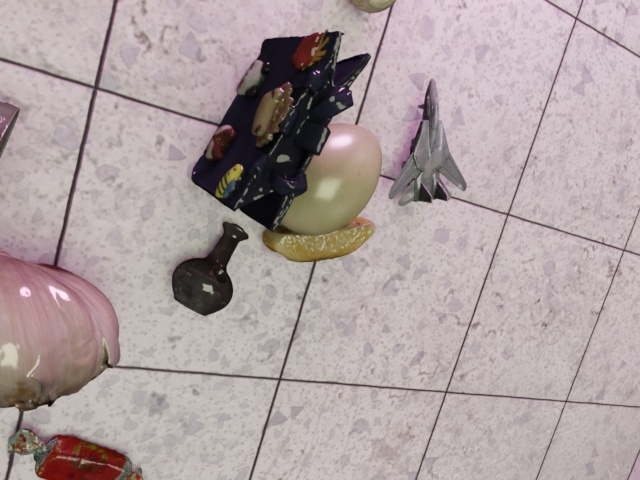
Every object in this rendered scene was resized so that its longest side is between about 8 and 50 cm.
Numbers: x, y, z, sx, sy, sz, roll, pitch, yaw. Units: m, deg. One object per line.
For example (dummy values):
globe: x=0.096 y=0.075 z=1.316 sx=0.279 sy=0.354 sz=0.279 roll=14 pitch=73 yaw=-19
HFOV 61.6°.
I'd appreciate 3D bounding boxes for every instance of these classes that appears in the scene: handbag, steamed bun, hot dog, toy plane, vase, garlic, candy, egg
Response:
handbag: x=-0.080 y=-0.188 z=0.886 sx=0.121 sy=0.329 sz=0.303 roll=29 pitch=91 yaw=-26
steamed bun: x=0.095 y=-0.500 z=1.012 sx=0.112 sy=0.091 sz=0.130 roll=-38 pitch=120 yaw=-6
hot dog: x=0.000 y=0.000 z=1.118 sx=0.242 sy=0.084 sz=0.073 roll=-8 pitch=112 yaw=-24
toy plane: x=0.230 y=-0.213 z=1.171 sx=0.212 sy=0.088 sz=0.268 roll=-8 pitch=100 yaw=-25
vase: x=-0.203 y=0.049 z=1.027 sx=0.120 sy=0.120 sz=0.183 roll=38 pitch=69 yaw=-29
garlic: x=-0.473 y=0.142 z=0.815 sx=0.321 sy=0.322 sz=0.241 roll=21 pitch=67 yaw=-29
candy: x=-0.458 y=0.434 z=1.036 sx=0.292 sy=0.059 sz=0.086 roll=33 pitch=90 yaw=-28
egg: x=0.012 y=-0.121 z=1.028 sx=0.254 sy=0.188 sz=0.189 roll=-46 pitch=119 yaw=-16

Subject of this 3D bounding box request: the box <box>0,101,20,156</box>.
box: x=-0.539 y=-0.117 z=0.741 sx=0.149 sy=0.226 sz=0.226 roll=26 pitch=93 yaw=-29
